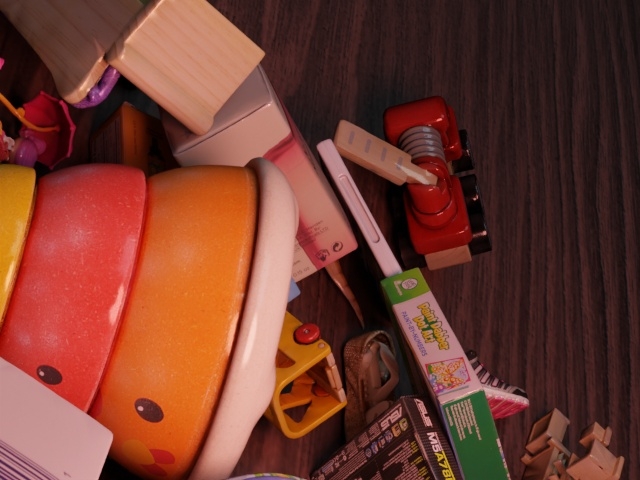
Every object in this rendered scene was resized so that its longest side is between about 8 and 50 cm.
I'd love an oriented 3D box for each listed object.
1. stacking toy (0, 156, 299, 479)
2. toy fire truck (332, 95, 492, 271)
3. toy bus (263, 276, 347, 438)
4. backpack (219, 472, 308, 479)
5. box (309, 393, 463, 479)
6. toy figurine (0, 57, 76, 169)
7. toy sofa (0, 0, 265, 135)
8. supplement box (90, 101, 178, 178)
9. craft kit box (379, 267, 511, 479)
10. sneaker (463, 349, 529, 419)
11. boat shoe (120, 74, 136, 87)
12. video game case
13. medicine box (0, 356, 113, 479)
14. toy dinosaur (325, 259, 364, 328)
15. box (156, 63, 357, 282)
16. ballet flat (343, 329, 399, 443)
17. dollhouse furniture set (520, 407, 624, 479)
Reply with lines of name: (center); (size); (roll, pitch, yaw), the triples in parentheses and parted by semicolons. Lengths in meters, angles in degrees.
stacking toy: (-0.285, 0.042, 1.620); (0.480, 0.351, 0.351); (14, 45, -11)
toy fire truck: (0.112, -0.104, 2.175); (0.246, 0.158, 0.217); (67, 12, -52)
toy bus: (-0.064, 0.129, 1.860); (0.104, 0.202, 0.191); (-34, 86, -20)
backpack: (-0.122, 0.333, 1.489); (0.355, 0.290, 0.273); (-32, 91, -44)
box: (0.081, 0.287, 1.801); (0.045, 0.191, 0.184); (-4, 59, -40)
toy figurine: (-0.338, -0.121, 1.814); (0.159, 0.130, 0.173); (35, 59, -34)
toy sofa: (-0.233, -0.244, 1.887); (0.150, 0.177, 0.362); (39, 3, -40)
supplement box: (-0.207, -0.040, 1.891); (0.078, 0.080, 0.233); (24, 44, -32)
craft kit box: (0.149, 0.196, 1.895); (0.247, 0.061, 0.250); (-119, -171, -56)
sneaker: (0.194, 0.176, 2.131); (0.170, 0.063, 0.075); (16, 53, -31)
boat shoe: (-0.217, -0.296, 2.111); (0.109, 0.089, 0.258); (27, 45, -8)
video game case: (0.055, -0.006, 2.072); (0.193, 0.023, 0.212); (63, -4, 18)
medicine box: (-0.326, 0.267, 1.302); (0.149, 0.289, 0.263); (38, 37, -19)
toy dinosaur: (0.000, 0.000, 2.086); (0.112, 0.064, 0.211); (8, 53, -44)
box: (-0.072, -0.079, 1.924); (0.232, 0.127, 0.149); (59, 5, -36)
ballet flat: (0.065, 0.189, 1.979); (0.073, 0.067, 0.206); (22, 44, -34)
dollhouse furniture set: (0.336, 0.277, 2.107); (0.101, 0.161, 0.182); (43, 37, -9)
